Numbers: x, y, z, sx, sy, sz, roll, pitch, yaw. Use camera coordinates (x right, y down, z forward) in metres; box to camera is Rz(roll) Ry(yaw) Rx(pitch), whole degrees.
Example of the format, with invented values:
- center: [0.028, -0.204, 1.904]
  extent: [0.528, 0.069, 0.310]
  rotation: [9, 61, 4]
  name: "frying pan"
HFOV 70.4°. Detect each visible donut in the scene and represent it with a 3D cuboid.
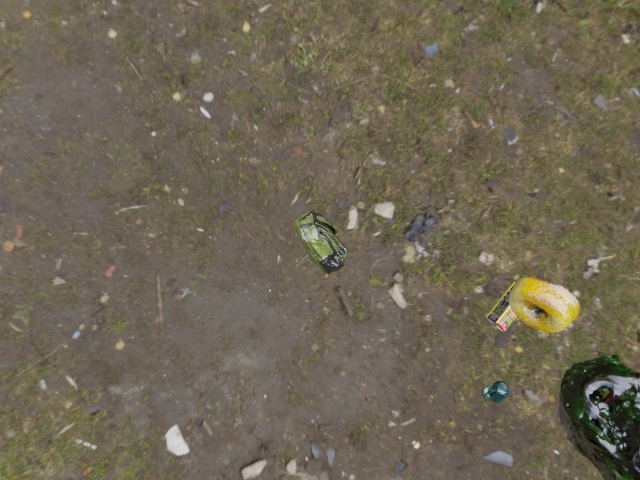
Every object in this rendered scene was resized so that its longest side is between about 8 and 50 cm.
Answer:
- center: [0.637, 0.192, 1.312]
  extent: [0.190, 0.174, 0.074]
  rotation: [32, 61, 29]
  name: "donut"

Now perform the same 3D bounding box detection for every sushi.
- center: [0.399, 0.251, 0.559]
  extent: [0.124, 0.225, 0.127]
  rotation: [-31, 130, 2]
  name: "sushi"

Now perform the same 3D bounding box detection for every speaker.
- center: [0.635, 0.550, 1.657]
  extent: [0.094, 0.076, 0.060]
  rotation: [17, 39, 2]
  name: "speaker"

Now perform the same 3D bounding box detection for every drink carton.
- center: [0.656, 0.230, 1.577]
  extent: [0.166, 0.056, 0.071]
  rotation: [-49, 124, -6]
  name: "drink carton"

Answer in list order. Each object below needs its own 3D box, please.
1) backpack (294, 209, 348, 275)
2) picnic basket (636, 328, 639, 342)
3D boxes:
- center: [0.000, 0.000, 1.745]
  extent: [0.139, 0.207, 0.253]
  rotation: [-32, 133, 7]
  name: "backpack"
- center: [1.144, 0.309, 1.486]
  extent: [0.193, 0.110, 0.055]
  rotation: [-13, 101, -15]
  name: "picnic basket"
